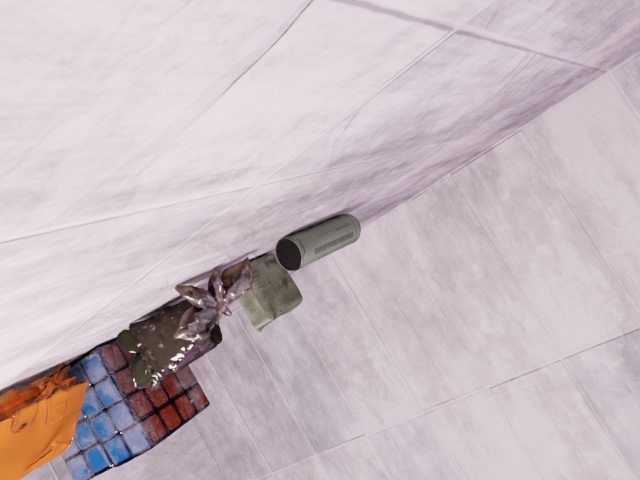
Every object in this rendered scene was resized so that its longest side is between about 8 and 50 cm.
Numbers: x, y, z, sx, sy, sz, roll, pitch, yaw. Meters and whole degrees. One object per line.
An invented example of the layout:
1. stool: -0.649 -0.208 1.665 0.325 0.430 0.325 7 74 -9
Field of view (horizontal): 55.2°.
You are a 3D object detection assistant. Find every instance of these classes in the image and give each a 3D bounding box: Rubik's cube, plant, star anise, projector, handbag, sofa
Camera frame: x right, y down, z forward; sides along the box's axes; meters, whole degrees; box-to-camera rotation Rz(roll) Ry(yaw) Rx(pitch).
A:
1. Rubik's cube: -0.629 0.506 1.952 0.337 0.344 0.344 -31 174 22
2. plant: -0.438 0.293 1.779 0.276 0.198 0.188 -30 179 2
3. star anise: -0.288 0.168 1.634 0.258 0.111 0.198 -25 133 -49
4. projector: 0.000 0.000 1.915 0.108 0.108 0.338 -34 174 38
5. handbag: -0.827 0.528 1.614 0.410 0.116 0.303 -27 146 -57
6. sofa: -0.201 0.177 1.941 0.225 0.210 0.176 -33 176 37
